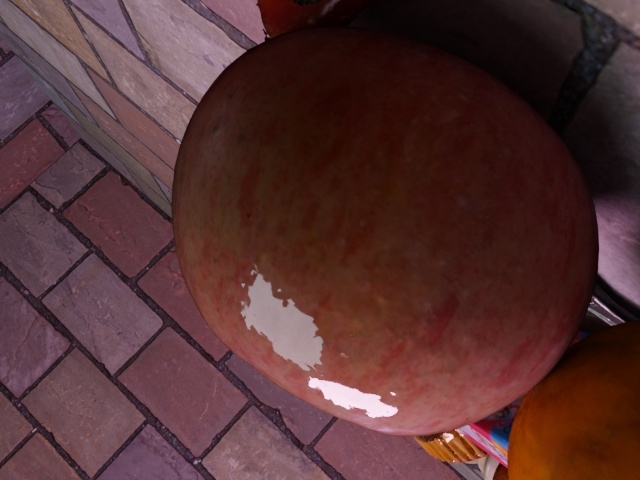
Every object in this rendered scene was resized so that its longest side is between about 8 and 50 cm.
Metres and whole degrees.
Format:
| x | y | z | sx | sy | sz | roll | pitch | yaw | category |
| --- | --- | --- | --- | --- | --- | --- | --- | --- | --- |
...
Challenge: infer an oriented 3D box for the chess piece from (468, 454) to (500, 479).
| x | y | z | sx | sy | sz | roll | pitch | yaw | category |
| --- | --- | --- | --- | --- | --- | --- | --- | --- | --- |
| 0.308 | 0.363 | 1.150 | 0.182 | 0.182 | 0.330 | 52 | 169 | -31 | chess piece |

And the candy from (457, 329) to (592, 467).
| x | y | z | sx | sy | sz | roll | pitch | yaw | category |
| --- | --- | --- | --- | --- | --- | --- | --- | --- | --- |
| 0.217 | 0.165 | 0.756 | 0.100 | 0.157 | 0.306 | 50 | 170 | -16 | candy |

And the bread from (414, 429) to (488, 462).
| x | y | z | sx | sy | sz | roll | pitch | yaw | category |
| --- | --- | --- | --- | --- | --- | --- | --- | --- | --- |
| 0.216 | 0.240 | 0.941 | 0.104 | 0.199 | 0.199 | 49 | 165 | -24 | bread |

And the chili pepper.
| x | y | z | sx | sy | sz | roll | pitch | yaw | category |
| --- | --- | --- | --- | --- | --- | --- | --- | --- | --- |
| 0.014 | -0.207 | 0.482 | 0.169 | 0.065 | 0.088 | 5 | 114 | 58 | chili pepper |

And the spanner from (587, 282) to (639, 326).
| x | y | z | sx | sy | sz | roll | pitch | yaw | category |
| --- | --- | --- | --- | --- | --- | --- | --- | --- | --- |
| 0.319 | 0.098 | 0.589 | 0.325 | 0.026 | 0.093 | 37 | 166 | 21 | spanner |

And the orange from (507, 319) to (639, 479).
| x | y | z | sx | sy | sz | roll | pitch | yaw | category |
| --- | --- | --- | --- | --- | --- | --- | --- | --- | --- |
| 0.274 | 0.195 | 0.451 | 0.284 | 0.226 | 0.284 | 29 | -152 | -17 | orange |

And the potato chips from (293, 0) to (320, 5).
| x | y | z | sx | sy | sz | roll | pitch | yaw | category |
| --- | --- | --- | --- | --- | --- | --- | --- | --- | --- |
| -0.045 | -0.264 | 0.428 | 0.220 | 0.029 | 0.202 | 58 | 154 | -1 | potato chips |

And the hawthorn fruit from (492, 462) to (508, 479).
| x | y | z | sx | sy | sz | roll | pitch | yaw | category |
| --- | --- | --- | --- | --- | --- | --- | --- | --- | --- |
| 0.342 | 0.338 | 0.792 | 0.277 | 0.277 | 0.298 | 54 | -170 | -38 | hawthorn fruit |

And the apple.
| x | y | z | sx | sy | sz | roll | pitch | yaw | category |
| --- | --- | --- | --- | --- | --- | --- | --- | --- | --- |
| 0.038 | 0.002 | 0.507 | 0.345 | 0.269 | 0.345 | 25 | 167 | 6 | apple |
